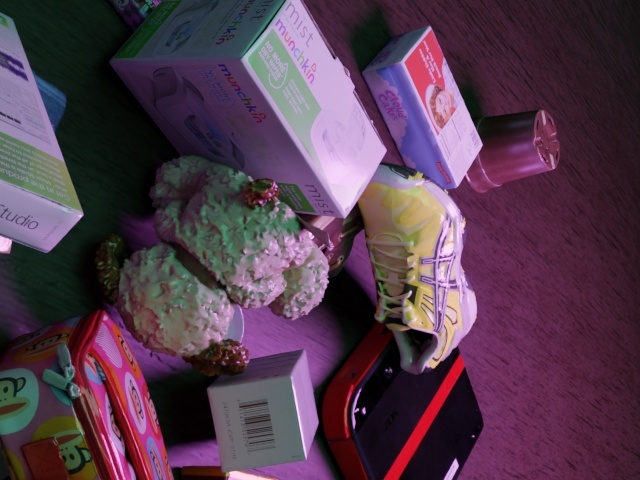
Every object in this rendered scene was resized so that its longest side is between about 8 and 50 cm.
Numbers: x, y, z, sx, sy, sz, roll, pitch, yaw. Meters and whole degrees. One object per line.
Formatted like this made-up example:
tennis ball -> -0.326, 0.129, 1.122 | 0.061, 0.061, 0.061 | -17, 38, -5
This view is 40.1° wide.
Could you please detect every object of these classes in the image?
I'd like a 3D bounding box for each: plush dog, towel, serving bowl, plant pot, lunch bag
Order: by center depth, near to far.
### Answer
lunch bag -> -0.219, 0.228, 0.840 | 0.258, 0.120, 0.293 | -126, -161, -78
towel -> -0.321, -0.123, 0.953 | 0.067, 0.029, 0.119 | 39, 53, -42
plush dog -> -0.132, 0.034, 1.017 | 0.262, 0.210, 0.225 | 40, 79, -2
serving bowl -> -0.138, 0.110, 1.149 | 0.083, 0.027, 0.083 | 16, 70, -51
plant pot -> 0.393, -0.194, 1.808 | 0.167, 0.165, 0.167 | 16, 69, -50

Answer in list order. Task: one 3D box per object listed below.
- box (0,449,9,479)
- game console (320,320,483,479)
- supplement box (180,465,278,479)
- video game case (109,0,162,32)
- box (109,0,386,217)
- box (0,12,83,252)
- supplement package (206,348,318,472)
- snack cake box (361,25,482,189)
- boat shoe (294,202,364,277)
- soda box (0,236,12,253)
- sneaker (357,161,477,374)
box -> -0.373, 0.168, 0.770 | 0.130, 0.091, 0.170 | -41, 115, -49
game console -> 0.150, 0.300, 1.482 | 0.386, 0.060, 0.342 | -45, 122, -47
supplement box -> -0.122, 0.378, 1.069 | 0.104, 0.081, 0.188 | 30, 59, -46
video game case -> -0.220, -0.382, 1.131 | 0.232, 0.042, 0.210 | 53, 45, -33
box -> -0.081, -0.165, 1.077 | 0.127, 0.231, 0.262 | -58, 136, -25
box -> -0.347, -0.146, 0.754 | 0.232, 0.058, 0.322 | 28, 23, -47
supplement package -> -0.067, 0.209, 1.097 | 0.179, 0.105, 0.105 | -21, 100, -85
snack cake box -> 0.192, -0.238, 1.613 | 0.152, 0.089, 0.264 | -52, 123, -42
boat shoe -> 0.000, 0.000, 1.286 | 0.342, 0.123, 0.123 | -45, 117, -55
soda box -> -0.339, -0.027, 0.730 | 0.181, 0.058, 0.061 | 8, 94, -64
sneaker -> 0.141, 0.050, 1.309 | 0.147, 0.145, 0.385 | -57, 136, -35
